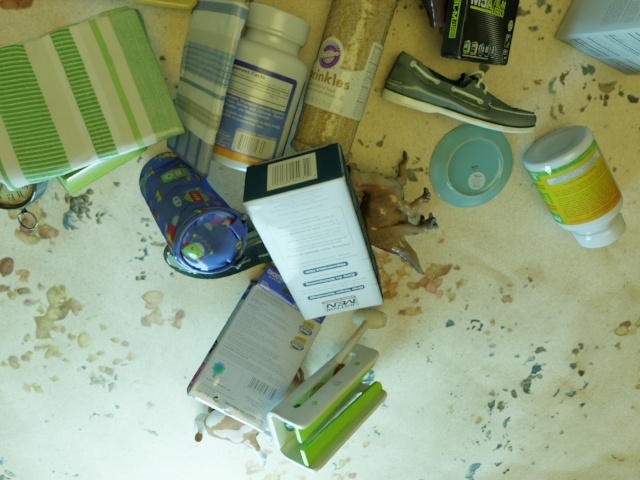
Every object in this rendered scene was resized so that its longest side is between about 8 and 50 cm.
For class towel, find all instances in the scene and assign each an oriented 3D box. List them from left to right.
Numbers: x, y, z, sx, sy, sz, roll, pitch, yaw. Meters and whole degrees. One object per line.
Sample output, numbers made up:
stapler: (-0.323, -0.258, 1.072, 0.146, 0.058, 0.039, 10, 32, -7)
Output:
towel: (-0.433, -0.248, 0.819, 0.325, 0.038, 0.247, -21, 90, -4)
towel: (-0.202, -0.272, 0.817, 0.034, 0.209, 0.284, 4, 111, -36)

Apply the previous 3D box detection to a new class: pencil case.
pencil case: (-0.230, -0.059, 0.834, 0.133, 0.306, 0.119, -28, 129, -17)

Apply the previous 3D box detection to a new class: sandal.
sandal: (-0.170, 0.005, 0.978, 0.303, 0.086, 0.120, -12, 148, -20)

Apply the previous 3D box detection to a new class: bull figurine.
bull figurine: (-0.150, 0.418, 1.118, 0.310, 0.101, 0.188, -38, 113, 7)

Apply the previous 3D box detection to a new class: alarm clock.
alarm clock: (-0.583, -0.108, 0.889, 0.130, 0.064, 0.191, -4, 115, 4)

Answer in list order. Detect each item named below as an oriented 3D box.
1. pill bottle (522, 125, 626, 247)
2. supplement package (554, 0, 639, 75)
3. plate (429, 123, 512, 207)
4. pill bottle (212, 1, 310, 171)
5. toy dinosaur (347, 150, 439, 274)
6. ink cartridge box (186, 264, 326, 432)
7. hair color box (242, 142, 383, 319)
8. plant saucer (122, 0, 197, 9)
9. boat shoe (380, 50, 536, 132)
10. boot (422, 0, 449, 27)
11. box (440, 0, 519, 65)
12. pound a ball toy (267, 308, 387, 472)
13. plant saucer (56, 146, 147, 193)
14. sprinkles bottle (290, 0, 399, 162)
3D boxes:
pill bottle: (0.547, -0.106, 0.997, 0.136, 0.136, 0.245, -36, 110, 6)
supplement package: (0.612, -0.421, 0.825, 0.198, 0.262, 0.199, 19, 106, -14)
plate: (0.329, -0.158, 1.012, 0.188, 0.024, 0.188, -2, 109, -7)
pill bottle: (-0.112, -0.268, 0.849, 0.153, 0.152, 0.271, 15, 106, -12)
toy dinosaur: (0.120, -0.054, 0.973, 0.201, 0.127, 0.295, -20, 115, 0)
ink cartridge box: (-0.128, 0.231, 1.026, 0.186, 0.065, 0.311, 34, 77, -15)
hair color box: (0.000, 0.000, 0.887, 0.174, 0.105, 0.347, -13, 135, 9)
plant saucer: (-0.353, -0.553, 0.706, 0.333, 0.080, 0.332, 4, 135, -9)
boat shoe: (0.283, -0.284, 0.913, 0.320, 0.116, 0.098, 12, 111, -6)
boot: (0.178, -0.524, 0.817, 0.090, 0.248, 0.207, -7, 148, 20)
box: (0.298, -0.420, 0.850, 0.191, 0.045, 0.184, -13, 118, -43)
pound a ball toy: (0.023, 0.305, 1.038, 0.319, 0.136, 0.208, -31, 116, -42)
plant saucer: (-0.463, -0.204, 0.884, 0.188, 0.045, 0.188, -29, 110, 4)
sprinkles bottle: (0.048, -0.324, 0.865, 0.121, 0.121, 0.355, 14, 108, -12)
